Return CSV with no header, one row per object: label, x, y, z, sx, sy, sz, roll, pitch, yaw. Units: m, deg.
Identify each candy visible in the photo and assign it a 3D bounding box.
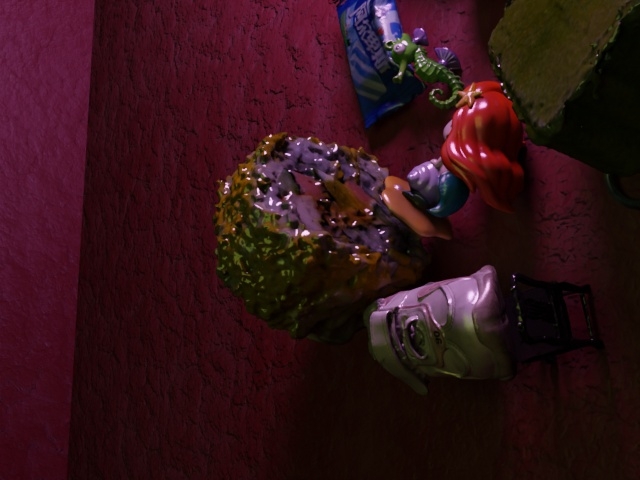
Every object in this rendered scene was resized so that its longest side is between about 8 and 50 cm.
candy,0.113,-0.408,1.628,0.187,0.077,0.331,-30,64,47

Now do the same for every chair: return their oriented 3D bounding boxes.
chair,0.311,0.116,1.172,0.113,0.229,0.106,-28,63,43

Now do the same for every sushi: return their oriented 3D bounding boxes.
sushi,0.000,0.000,1.452,0.240,0.397,0.351,-48,55,31

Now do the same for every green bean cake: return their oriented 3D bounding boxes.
green bean cake,0.400,-0.277,1.064,0.319,0.218,0.335,-95,28,-49

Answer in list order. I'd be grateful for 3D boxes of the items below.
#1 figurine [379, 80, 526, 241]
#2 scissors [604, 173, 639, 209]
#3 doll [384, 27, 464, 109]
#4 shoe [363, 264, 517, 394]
figurine,0.247,-0.124,1.352,0.257,0.181,0.208,-50,9,31
scissors,0.504,0.039,1.100,0.256,0.029,0.383,-4,79,50
doll,0.195,-0.320,1.492,0.190,0.050,0.115,42,86,18
shoe,0.178,0.150,1.242,0.351,0.198,0.171,100,159,-81
